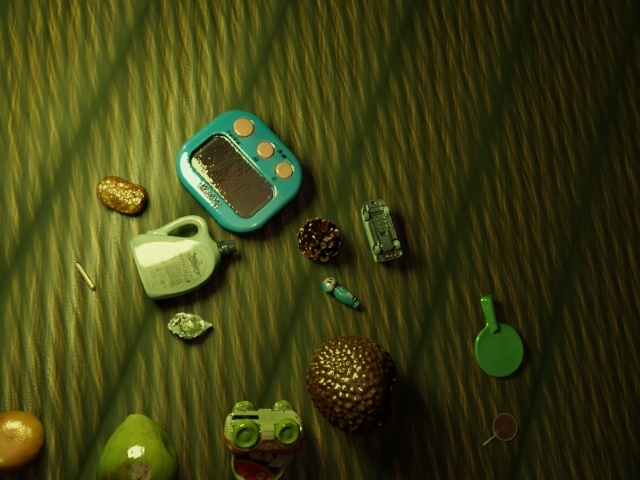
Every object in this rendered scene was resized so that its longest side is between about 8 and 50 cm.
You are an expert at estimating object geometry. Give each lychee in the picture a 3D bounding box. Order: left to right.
[{"bbox_3d":[0.083,0.396,1.556,0.267,0.267,0.268,2,79,-9],"label":"lychee"}]

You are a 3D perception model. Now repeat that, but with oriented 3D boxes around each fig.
[{"bbox_3d":[-0.471,0.575,1.449,0.207,0.207,0.230,4,80,-9],"label":"fig"}]

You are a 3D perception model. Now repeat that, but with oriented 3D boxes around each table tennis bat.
[{"bbox_3d":[0.549,0.299,1.755,0.160,0.039,0.257,-12,87,-11],"label":"table tennis bat"}]

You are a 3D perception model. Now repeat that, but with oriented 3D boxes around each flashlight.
[{"bbox_3d":[0.061,0.160,1.696,0.129,0.051,0.051,37,76,-8],"label":"flashlight"}]

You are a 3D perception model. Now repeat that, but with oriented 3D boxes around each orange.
[{"bbox_3d":[-0.798,0.521,1.446,0.156,0.124,0.156,11,62,-20],"label":"orange"}]

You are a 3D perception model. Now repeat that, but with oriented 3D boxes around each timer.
[{"bbox_3d":[-0.240,-0.203,1.675,0.309,0.115,0.340,-43,89,-15],"label":"timer"}]

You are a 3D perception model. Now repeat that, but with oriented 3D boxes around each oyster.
[{"bbox_3d":[-0.380,0.247,1.617,0.100,0.037,0.098,37,56,19],"label":"oyster"}]

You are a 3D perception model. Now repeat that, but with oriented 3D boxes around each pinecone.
[{"bbox_3d":[-0.002,-0.001,1.675,0.140,0.121,0.141,0,87,-6],"label":"pinecone"}]

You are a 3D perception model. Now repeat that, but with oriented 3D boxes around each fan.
[{"bbox_3d":[0.548,0.586,1.715,0.133,0.005,0.085,-32,87,-14],"label":"fan"}]

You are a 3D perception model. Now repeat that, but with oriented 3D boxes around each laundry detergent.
[{"bbox_3d":[-0.384,0.039,1.611,0.280,0.105,0.215,-20,82,-11],"label":"laundry detergent"}]

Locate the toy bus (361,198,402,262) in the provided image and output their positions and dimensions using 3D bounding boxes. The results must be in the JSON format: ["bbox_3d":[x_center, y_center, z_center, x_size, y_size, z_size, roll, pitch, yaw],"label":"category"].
[{"bbox_3d":[0.181,-0.028,1.724,0.087,0.089,0.194,-15,83,-10],"label":"toy bus"}]

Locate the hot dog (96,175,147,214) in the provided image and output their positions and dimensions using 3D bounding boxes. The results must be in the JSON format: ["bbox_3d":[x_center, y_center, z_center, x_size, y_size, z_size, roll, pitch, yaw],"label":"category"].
[{"bbox_3d":[-0.578,-0.133,1.633,0.147,0.065,0.099,18,77,1],"label":"hot dog"}]

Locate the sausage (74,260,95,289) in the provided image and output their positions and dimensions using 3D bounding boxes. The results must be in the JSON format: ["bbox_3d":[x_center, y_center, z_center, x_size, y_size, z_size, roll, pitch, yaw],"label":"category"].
[{"bbox_3d":[-0.672,0.100,1.599,0.015,0.015,0.100,-35,87,-14],"label":"sausage"}]

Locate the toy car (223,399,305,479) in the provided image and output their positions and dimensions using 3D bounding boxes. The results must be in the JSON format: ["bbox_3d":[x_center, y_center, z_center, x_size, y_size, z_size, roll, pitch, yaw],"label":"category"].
[{"bbox_3d":[-0.157,0.573,1.550,0.234,0.145,0.235,-2,100,-10],"label":"toy car"}]
